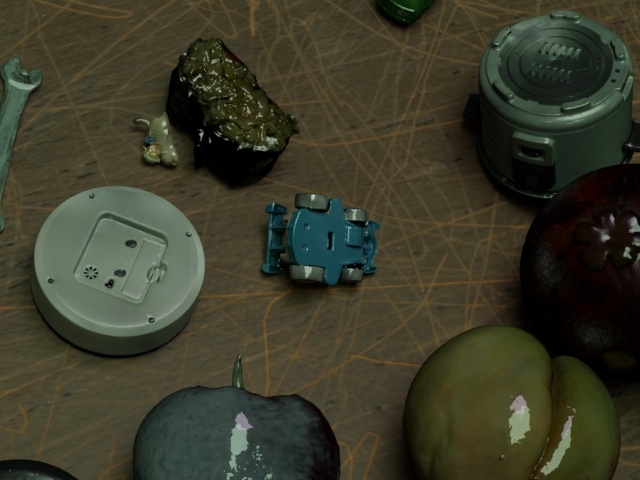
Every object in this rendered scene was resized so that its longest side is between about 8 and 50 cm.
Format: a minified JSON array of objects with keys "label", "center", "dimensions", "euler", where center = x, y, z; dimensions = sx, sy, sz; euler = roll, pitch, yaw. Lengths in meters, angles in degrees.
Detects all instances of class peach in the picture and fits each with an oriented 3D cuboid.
[{"label":"peach","center":[0.245,0.257,1.876],"dimensions":[0.292,0.247,0.292],"euler":[10,70,-30]}]

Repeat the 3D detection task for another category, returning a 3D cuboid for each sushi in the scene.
[{"label":"sushi","center":[-0.144,-0.186,2.091],"dimensions":[0.147,0.115,0.212],"euler":[-26,72,-26]}]

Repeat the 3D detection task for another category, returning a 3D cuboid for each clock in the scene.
[{"label":"clock","center":[-0.272,0.040,1.955],"dimensions":[0.231,0.083,0.230],"euler":[7,62,-12]}]

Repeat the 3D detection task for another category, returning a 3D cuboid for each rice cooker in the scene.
[{"label":"rice cooker","center":[0.350,-0.193,2.159],"dimensions":[0.281,0.227,0.241],"euler":[11,57,17]}]

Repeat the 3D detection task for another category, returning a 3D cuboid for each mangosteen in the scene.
[{"label":"mangosteen","center":[0.440,0.060,2.036],"dimensions":[0.306,0.359,0.306],"euler":[-10,62,19]}]

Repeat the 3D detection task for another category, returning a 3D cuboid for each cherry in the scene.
[{"label":"cherry","center":[-0.103,0.288,1.780],"dimensions":[0.255,0.218,0.296],"euler":[8,65,-18]}]

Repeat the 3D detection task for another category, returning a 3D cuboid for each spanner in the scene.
[{"label":"spanner","center":[-0.448,-0.132,2.040],"dimensions":[0.071,0.017,0.301],"euler":[14,60,-7]}]

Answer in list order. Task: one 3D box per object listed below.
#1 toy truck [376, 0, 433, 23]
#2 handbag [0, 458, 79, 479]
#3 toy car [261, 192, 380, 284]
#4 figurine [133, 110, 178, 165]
[{"label":"toy truck","center":[0.166,-0.457,2.332],"dimensions":[0.125,0.101,0.242],"euler":[38,62,2]},{"label":"handbag","center":[-0.386,0.404,1.717],"dimensions":[0.308,0.093,0.254],"euler":[-38,78,-29]},{"label":"toy car","center":[0.000,0.000,2.054],"dimensions":[0.161,0.098,0.126],"euler":[6,86,-43]},{"label":"figurine","center":[-0.236,-0.142,2.089],"dimensions":[0.051,0.047,0.083],"euler":[-14,73,-5]}]
